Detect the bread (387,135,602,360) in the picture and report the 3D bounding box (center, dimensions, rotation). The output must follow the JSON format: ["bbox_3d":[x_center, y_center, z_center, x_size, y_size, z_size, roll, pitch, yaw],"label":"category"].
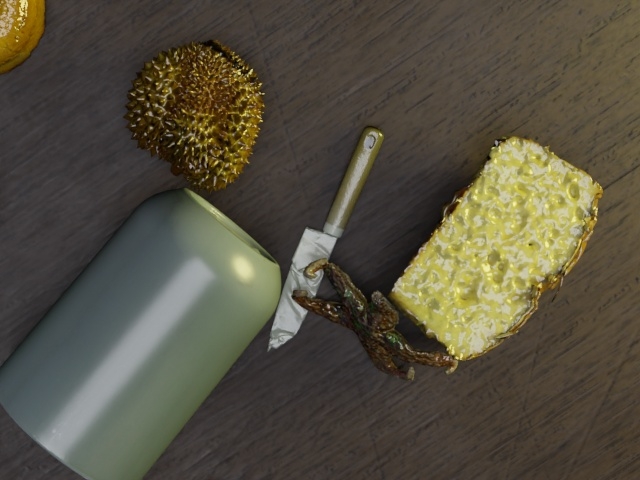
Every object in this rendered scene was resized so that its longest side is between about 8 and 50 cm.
[{"bbox_3d":[0.201,0.014,1.760,0.160,0.147,0.260,33,88,3],"label":"bread"}]

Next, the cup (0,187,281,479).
[{"bbox_3d":[-0.196,0.106,1.721,0.205,0.205,0.312,40,92,-7],"label":"cup"}]

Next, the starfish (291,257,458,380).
[{"bbox_3d":[0.067,0.096,1.780,0.209,0.150,0.053,27,63,13],"label":"starfish"}]

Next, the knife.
[{"bbox_3d":[0.000,-0.001,1.809,0.047,0.017,0.298,21,100,-5],"label":"knife"}]

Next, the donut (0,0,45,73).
[{"bbox_3d":[-0.398,-0.278,1.727,0.174,0.074,0.190,15,96,-4],"label":"donut"}]

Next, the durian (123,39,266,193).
[{"bbox_3d":[-0.143,-0.146,1.727,0.158,0.137,0.168,20,95,-15],"label":"durian"}]
